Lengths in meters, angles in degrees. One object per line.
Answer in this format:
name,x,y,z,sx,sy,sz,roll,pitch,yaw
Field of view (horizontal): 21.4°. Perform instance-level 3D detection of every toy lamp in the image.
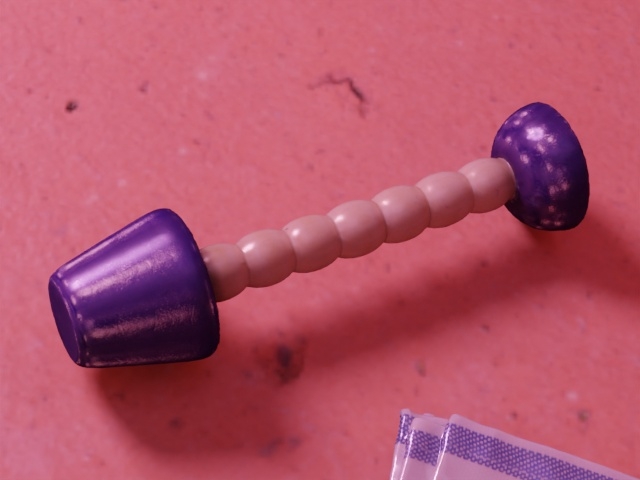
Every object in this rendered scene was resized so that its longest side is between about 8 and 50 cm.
toy lamp,0.000,0.000,0.851,0.274,0.080,0.080,-16,63,-21

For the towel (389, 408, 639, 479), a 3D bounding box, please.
towel,0.100,0.227,0.752,0.209,0.034,0.285,19,60,0
